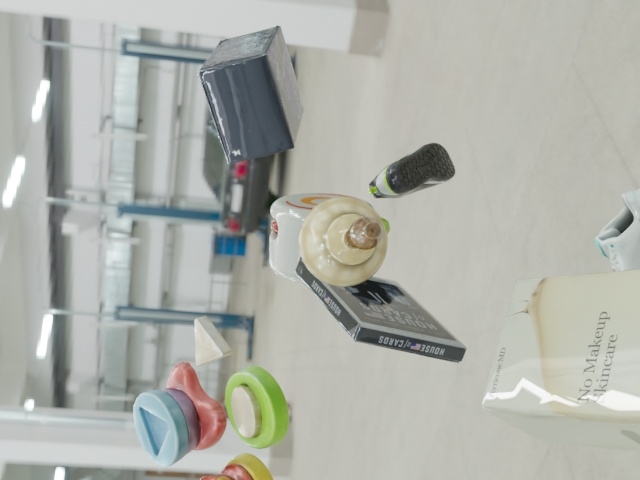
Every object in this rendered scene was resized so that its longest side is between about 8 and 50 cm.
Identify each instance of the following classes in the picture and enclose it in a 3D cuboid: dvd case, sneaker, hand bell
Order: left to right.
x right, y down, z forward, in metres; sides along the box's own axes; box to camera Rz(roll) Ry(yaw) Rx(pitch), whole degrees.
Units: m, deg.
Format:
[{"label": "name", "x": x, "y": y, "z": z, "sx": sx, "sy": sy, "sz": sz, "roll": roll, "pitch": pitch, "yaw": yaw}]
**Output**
[{"label": "hand bell", "x": 0.048, "y": -0.004, "z": 1.208, "sx": 0.242, "sy": 0.126, "sz": 0.126, "roll": 159, "pitch": 115, "yaw": -82}, {"label": "dvd case", "x": 0.083, "y": 0.100, "z": 1.393, "sx": 0.239, "sy": 0.179, "sz": 0.029, "roll": 44, "pitch": 117, "yaw": 60}, {"label": "sneaker", "x": 0.175, "y": -0.134, "z": 1.893, "sx": 0.097, "sy": 0.235, "sz": 0.084, "roll": -24, "pitch": 85, "yaw": 42}, {"label": "sneaker", "x": 0.408, "y": 0.018, "z": 1.271, "sx": 0.080, "sy": 0.094, "sz": 0.212, "roll": -100, "pitch": 13, "yaw": -56}]

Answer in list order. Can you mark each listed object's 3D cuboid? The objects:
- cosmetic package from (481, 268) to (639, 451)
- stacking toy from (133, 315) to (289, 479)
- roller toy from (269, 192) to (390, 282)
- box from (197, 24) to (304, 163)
[{"label": "cosmetic package", "x": 0.320, "y": 0.118, "z": 0.932, "sx": 0.309, "sy": 0.113, "sz": 0.160, "roll": -10, "pitch": 55, "yaw": 53}, {"label": "stacking toy", "x": -0.194, "y": 0.304, "z": 1.538, "sx": 0.309, "sy": 0.130, "sz": 0.279, "roll": 39, "pitch": 127, "yaw": 34}, {"label": "roller toy", "x": 0.000, "y": 0.000, "z": 1.728, "sx": 0.209, "sy": 0.191, "sz": 0.146, "roll": 14, "pitch": 108, "yaw": 38}, {"label": "box", "x": -0.102, "y": -0.229, "z": 1.477, "sx": 0.207, "sy": 0.108, "sz": 0.153, "roll": -83, "pitch": -21, "yaw": -64}]
